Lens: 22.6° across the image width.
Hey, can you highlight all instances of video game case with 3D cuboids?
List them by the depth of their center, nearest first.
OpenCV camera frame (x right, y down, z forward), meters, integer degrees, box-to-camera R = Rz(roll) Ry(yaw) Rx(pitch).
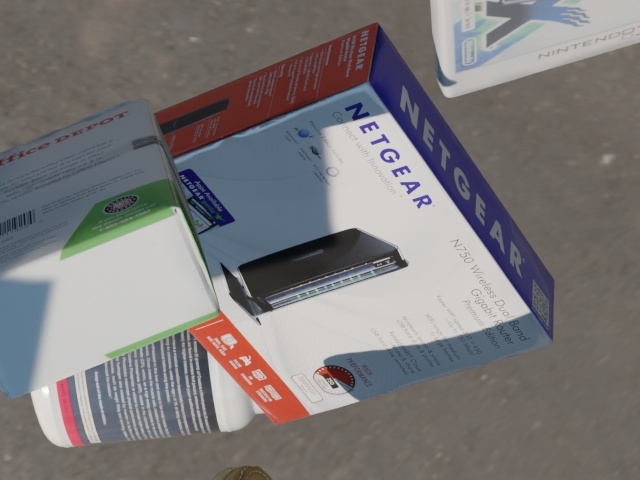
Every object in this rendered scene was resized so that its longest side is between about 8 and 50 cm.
[{"bbox_3d":[0.222,-0.222,1.130,0.300,0.329,0.036,-16,68,0],"label":"video game case"}]

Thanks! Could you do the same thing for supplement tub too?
[{"bbox_3d":[-0.172,0.121,1.751,0.272,0.191,0.191,-5,92,0],"label":"supplement tub"}]

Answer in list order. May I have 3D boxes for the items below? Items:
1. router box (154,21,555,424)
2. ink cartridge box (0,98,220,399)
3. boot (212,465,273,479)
[{"bbox_3d":[0.000,0.000,1.416,0.301,0.082,0.335,-20,128,27],"label":"router box"},{"bbox_3d":[-0.170,-0.002,1.143,0.160,0.219,0.092,-22,116,-1],"label":"ink cartridge box"},{"bbox_3d":[-0.005,0.256,1.271,0.203,0.262,0.095,-31,121,23],"label":"boot"}]
